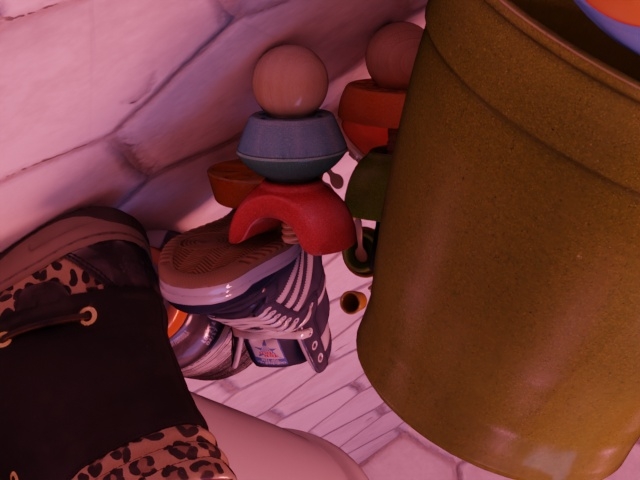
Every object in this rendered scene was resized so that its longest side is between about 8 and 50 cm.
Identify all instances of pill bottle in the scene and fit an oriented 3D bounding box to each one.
[{"bbox_3d":[-0.133,0.059,1.756,0.130,0.130,0.245,-33,167,7],"label":"pill bottle"}]

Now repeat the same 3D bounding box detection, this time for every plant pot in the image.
[{"bbox_3d":[0.198,-0.016,1.454,0.366,0.366,0.353,-15,135,-52],"label":"plant pot"}]

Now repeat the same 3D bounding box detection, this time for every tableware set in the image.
[{"bbox_3d":[0.000,0.000,1.796,0.104,0.154,0.024,-43,165,25],"label":"tableware set"}]

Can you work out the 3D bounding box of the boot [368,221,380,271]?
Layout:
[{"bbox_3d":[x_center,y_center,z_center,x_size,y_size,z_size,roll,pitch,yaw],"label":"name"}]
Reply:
[{"bbox_3d":[0.298,-0.050,1.801,0.367,0.146,0.445,6,-160,28],"label":"boot"}]

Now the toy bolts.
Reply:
[{"bbox_3d":[-0.014,-0.095,1.564,0.218,0.159,0.228,6,-164,24],"label":"toy bolts"}]

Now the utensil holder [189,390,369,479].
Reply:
[{"bbox_3d":[-0.170,0.287,1.786,0.327,0.328,0.385,-37,140,21],"label":"utensil holder"}]

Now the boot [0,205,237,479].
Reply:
[{"bbox_3d":[-0.250,0.181,1.540,0.377,0.284,0.138,-36,145,7],"label":"boot"}]

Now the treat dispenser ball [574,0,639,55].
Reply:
[{"bbox_3d":[0.275,-0.243,1.213,0.288,0.288,0.288,-30,167,-8],"label":"treat dispenser ball"}]

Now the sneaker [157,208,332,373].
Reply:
[{"bbox_3d":[-0.056,0.056,1.611,0.099,0.153,0.282,4,-165,16],"label":"sneaker"}]

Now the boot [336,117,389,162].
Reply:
[{"bbox_3d":[0.070,-0.116,1.751,0.084,0.059,0.158,-43,172,31],"label":"boot"}]
